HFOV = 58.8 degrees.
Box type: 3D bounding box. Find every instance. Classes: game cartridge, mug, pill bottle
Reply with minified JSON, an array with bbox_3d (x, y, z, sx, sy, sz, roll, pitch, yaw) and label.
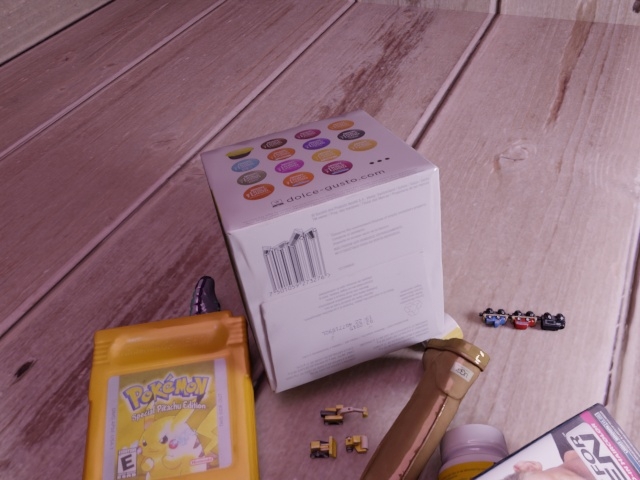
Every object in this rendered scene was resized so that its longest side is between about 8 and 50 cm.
[{"bbox_3d":[-0.256,0.285,0.972,0.285,0.053,0.324,-9,59,-1],"label":"game cartridge"},{"bbox_3d":[0.226,0.180,1.058,0.064,0.062,0.078,-34,42,-14],"label":"mug"},{"bbox_3d":[0.228,0.379,0.802,0.119,0.119,0.208,-3,44,6],"label":"pill bottle"}]

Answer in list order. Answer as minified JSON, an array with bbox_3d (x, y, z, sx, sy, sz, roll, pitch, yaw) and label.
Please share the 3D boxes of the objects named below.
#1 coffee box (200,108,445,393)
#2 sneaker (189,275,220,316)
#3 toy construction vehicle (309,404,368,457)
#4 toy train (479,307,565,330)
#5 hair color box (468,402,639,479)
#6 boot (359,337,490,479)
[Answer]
[{"bbox_3d":[0.000,0.000,1.046,0.337,0.338,0.334,-17,33,-9],"label":"coffee box"},{"bbox_3d":[-0.212,0.174,1.128,0.098,0.083,0.224,4,55,-2],"label":"sneaker"},{"bbox_3d":[0.031,0.320,0.956,0.098,0.035,0.086,-2,44,7],"label":"toy construction vehicle"},{"bbox_3d":[0.385,0.154,1.085,0.158,0.027,0.036,3,55,11],"label":"toy train"},{"bbox_3d":[0.292,0.344,0.705,0.347,0.105,0.174,-8,56,-40],"label":"hair color box"},{"bbox_3d":[0.150,0.286,0.905,0.089,0.236,0.269,32,77,12],"label":"boot"}]
